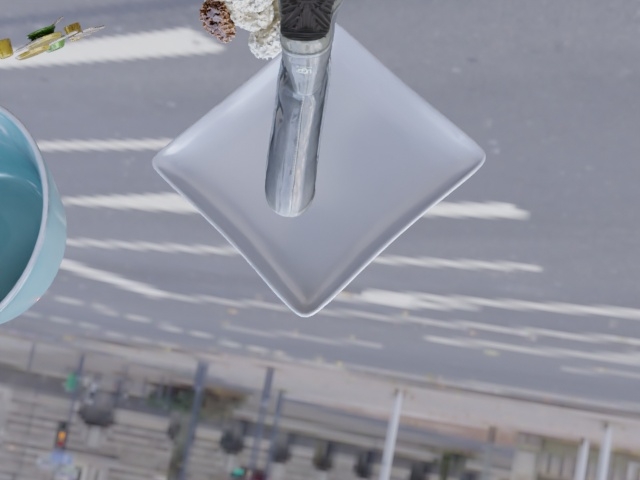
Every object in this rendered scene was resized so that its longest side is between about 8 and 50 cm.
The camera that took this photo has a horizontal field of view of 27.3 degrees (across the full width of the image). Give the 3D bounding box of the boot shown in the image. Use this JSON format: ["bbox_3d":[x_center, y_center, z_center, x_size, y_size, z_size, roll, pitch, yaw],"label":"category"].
[{"bbox_3d":[-0.017,-0.157,1.377,0.076,0.189,0.208,6,129,9],"label":"boot"}]

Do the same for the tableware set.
[{"bbox_3d":[-0.341,-0.246,1.611,0.104,0.024,0.154,-20,-174,28],"label":"tableware set"}]

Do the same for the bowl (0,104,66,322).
[{"bbox_3d":[-0.441,-0.011,1.628,0.312,0.311,0.163,7,169,17],"label":"bowl"}]

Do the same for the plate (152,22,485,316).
[{"bbox_3d":[-0.002,-0.083,1.486,0.277,0.278,0.045,44,169,24],"label":"plate"}]

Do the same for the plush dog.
[{"bbox_3d":[-0.126,-0.451,2.220,0.211,0.262,0.225,26,-166,6],"label":"plush dog"}]
